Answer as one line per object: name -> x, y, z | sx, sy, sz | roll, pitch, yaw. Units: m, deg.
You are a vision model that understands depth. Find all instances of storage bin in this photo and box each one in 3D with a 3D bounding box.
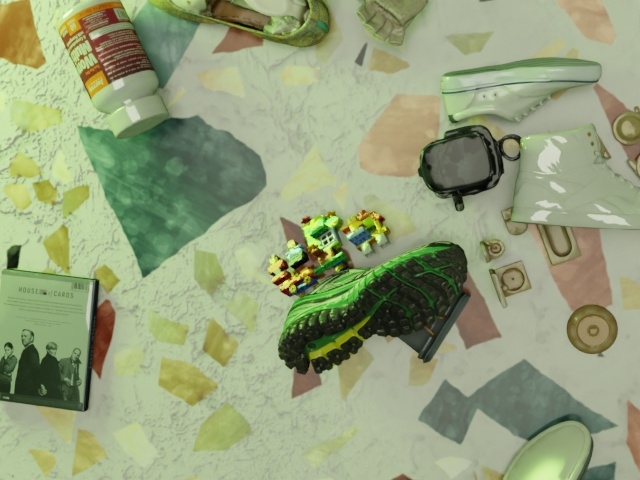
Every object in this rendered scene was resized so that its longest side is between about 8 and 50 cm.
storage bin -> 0.173, 0.124, 1.667 | 0.091, 0.098, 0.135 | 32, 96, 16

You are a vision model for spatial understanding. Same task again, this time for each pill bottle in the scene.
pill bottle -> -0.351, -0.293, 1.709 | 0.121, 0.121, 0.221 | -26, 88, 8

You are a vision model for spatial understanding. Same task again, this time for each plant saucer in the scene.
plant saucer -> 0.452, 0.148, 1.662 | 0.083, 0.015, 0.083 | 0, 92, 9

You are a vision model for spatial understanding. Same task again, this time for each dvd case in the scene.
dvd case -> -0.494, 0.178, 1.794 | 0.179, 0.029, 0.238 | 6, 92, 8

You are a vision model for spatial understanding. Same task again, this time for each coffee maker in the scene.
coffee maker -> 0.244, -0.134, 1.599 | 0.171, 0.178, 0.120 | -37, 88, 8

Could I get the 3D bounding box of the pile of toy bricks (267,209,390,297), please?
pile of toy bricks -> 0.000, 0.000, 1.688 | 0.212, 0.118, 0.105 | -32, 55, 17

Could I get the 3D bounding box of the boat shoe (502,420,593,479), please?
boat shoe -> 0.359, 0.446, 1.663 | 0.099, 0.116, 0.319 | 33, 89, -37

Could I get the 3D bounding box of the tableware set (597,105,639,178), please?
tableware set -> 0.491, -0.134, 1.643 | 0.169, 0.020, 0.141 | -27, 89, 7

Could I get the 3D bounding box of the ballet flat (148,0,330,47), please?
ballet flat -> -0.152, -0.413, 1.679 | 0.348, 0.123, 0.123 | 18, 95, 7

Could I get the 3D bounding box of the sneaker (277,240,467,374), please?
sneaker -> 0.077, 0.081, 1.625 | 0.343, 0.146, 0.134 | -25, 123, 19

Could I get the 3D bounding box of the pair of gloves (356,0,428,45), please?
pair of gloves -> 0.069, -0.446, 1.651 | 0.240, 0.042, 0.204 | 26, 69, 1

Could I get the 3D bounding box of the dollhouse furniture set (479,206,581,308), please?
dollhouse furniture set -> 0.339, 0.012, 1.618 | 0.151, 0.123, 0.144 | -20, 89, 8

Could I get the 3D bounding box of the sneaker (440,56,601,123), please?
sneaker -> 0.328, -0.244, 1.638 | 0.258, 0.094, 0.091 | -5, 110, 13

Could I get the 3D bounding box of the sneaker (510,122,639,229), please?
sneaker -> 0.452, -0.101, 1.580 | 0.292, 0.108, 0.169 | 4, 89, -7
